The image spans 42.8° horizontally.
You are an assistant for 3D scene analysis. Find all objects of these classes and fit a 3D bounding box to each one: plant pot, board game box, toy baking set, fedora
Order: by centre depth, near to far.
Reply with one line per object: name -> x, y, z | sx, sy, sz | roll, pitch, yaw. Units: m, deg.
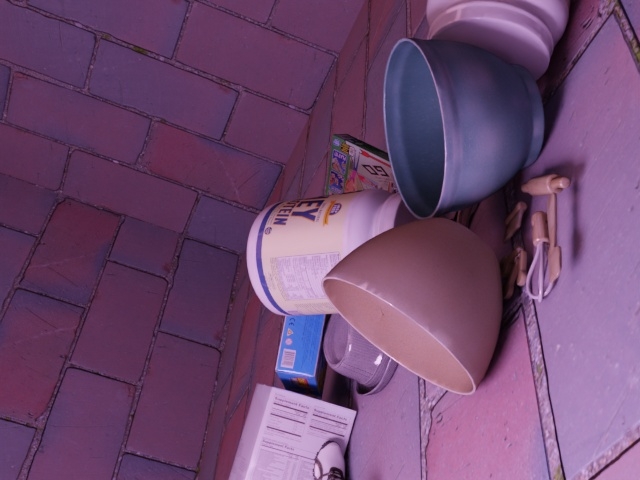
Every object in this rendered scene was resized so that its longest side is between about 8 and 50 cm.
toy baking set -> 0.322, -0.005, 1.206 | 0.256, 0.030, 0.196 | 155, 127, -82
plant pot -> 0.171, 0.077, 1.263 | 0.191, 0.284, 0.284 | -51, 7, -16
plant pot -> 0.240, -0.191, 1.333 | 0.293, 0.196, 0.293 | 171, 90, -79
fedora -> 0.086, 0.188, 1.717 | 0.243, 0.124, 0.275 | 123, 161, -47
board game box -> 0.115, -0.088, 1.771 | 0.317, 0.046, 0.213 | 34, 123, 51
board game box -> -0.021, 0.188, 1.881 | 0.302, 0.086, 0.308 | 81, -161, -70

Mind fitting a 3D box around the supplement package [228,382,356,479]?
supplement package -> -0.070, 0.470, 1.795 | 0.199, 0.198, 0.262 | 153, 135, -74

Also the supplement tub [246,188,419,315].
supplement tub -> 0.046, 0.025, 1.593 | 0.325, 0.235, 0.235 | -7, 57, 32

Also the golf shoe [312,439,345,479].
golf shoe -> 0.031, 0.497, 1.645 | 0.094, 0.077, 0.198 | -34, 40, 47

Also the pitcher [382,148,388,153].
pitcher -> 0.169, -0.098, 1.854 | 0.207, 0.126, 0.177 | 110, 149, -51

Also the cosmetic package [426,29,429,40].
cosmetic package -> 0.275, -0.408, 1.742 | 0.117, 0.086, 0.231 | 132, 156, -66

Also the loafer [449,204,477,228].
loafer -> 0.256, -0.041, 1.516 | 0.045, 0.039, 0.125 | -126, 56, -74

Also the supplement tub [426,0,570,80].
supplement tub -> 0.316, -0.455, 1.413 | 0.241, 0.241, 0.331 | 138, 149, -66
